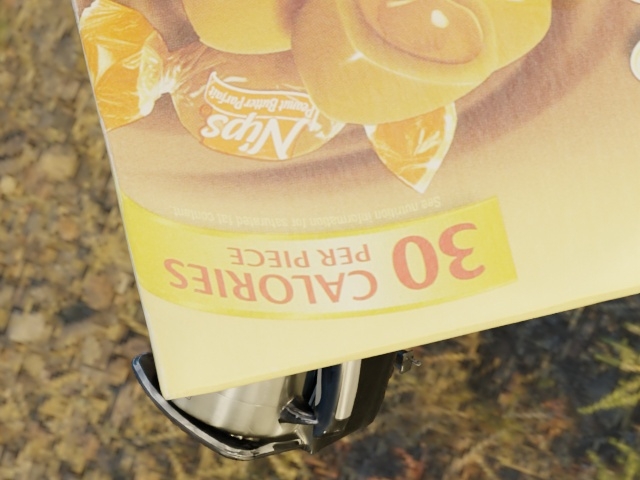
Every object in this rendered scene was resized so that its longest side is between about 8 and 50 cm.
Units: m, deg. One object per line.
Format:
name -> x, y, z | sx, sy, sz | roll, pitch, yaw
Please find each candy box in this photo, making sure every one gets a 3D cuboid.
candy box -> 0.092, -0.079, 0.408 | 0.316, 0.087, 0.183 | -14, 88, 4

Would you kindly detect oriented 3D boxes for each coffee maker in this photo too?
coffee maker -> 0.000, 0.000, 0.723 | 0.120, 0.171, 0.178 | 26, 115, 15
